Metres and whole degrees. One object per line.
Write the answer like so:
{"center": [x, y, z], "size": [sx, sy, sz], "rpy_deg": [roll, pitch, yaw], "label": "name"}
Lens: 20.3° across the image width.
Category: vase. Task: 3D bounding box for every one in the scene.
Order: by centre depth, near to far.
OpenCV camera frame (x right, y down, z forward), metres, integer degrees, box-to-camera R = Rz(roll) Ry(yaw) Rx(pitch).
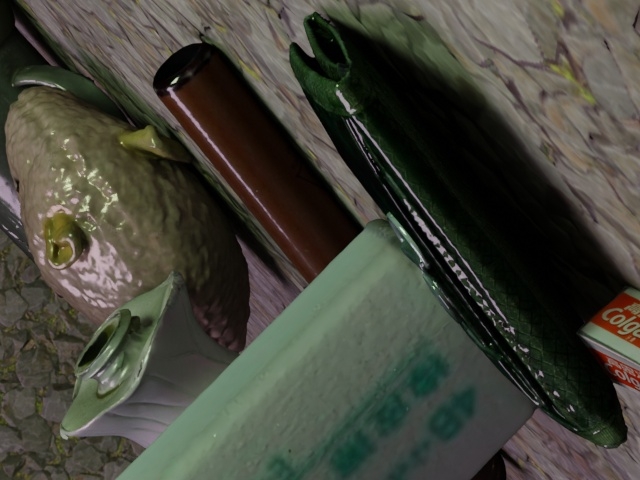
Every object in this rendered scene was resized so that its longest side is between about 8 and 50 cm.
{"center": [-0.036, 0.217, 1.731], "size": [0.445, 0.250, 0.250], "rpy_deg": [36, 175, -17], "label": "vase"}

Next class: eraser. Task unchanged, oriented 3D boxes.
{"center": [-0.001, 0.148, 1.230], "size": [0.189, 0.290, 0.104], "rpy_deg": [50, 171, -35], "label": "eraser"}

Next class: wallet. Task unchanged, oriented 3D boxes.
{"center": [0.065, -0.006, 0.916], "size": [0.236, 0.055, 0.160], "rpy_deg": [50, -177, -17], "label": "wallet"}

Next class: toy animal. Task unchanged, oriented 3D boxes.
{"center": [-0.193, -0.002, 1.836], "size": [0.358, 0.188, 0.226], "rpy_deg": [47, 172, -15], "label": "toy animal"}

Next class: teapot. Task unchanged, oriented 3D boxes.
{"center": [-0.306, -0.102, 2.023], "size": [0.270, 0.200, 0.337], "rpy_deg": [-23, 116, 46], "label": "teapot"}

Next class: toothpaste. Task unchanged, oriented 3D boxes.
{"center": [0.185, 0.069, 0.791], "size": [0.047, 0.040, 0.196], "rpy_deg": [53, 171, -24], "label": "toothpaste"}

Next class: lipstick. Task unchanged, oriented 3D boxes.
{"center": [0.000, 0.000, 1.330], "size": [0.357, 0.057, 0.057], "rpy_deg": [52, 170, -24], "label": "lipstick"}

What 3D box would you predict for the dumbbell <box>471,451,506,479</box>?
{"center": [0.064, 0.164, 1.532], "size": [0.140, 0.124, 0.225], "rpy_deg": [38, 167, 44], "label": "dumbbell"}
